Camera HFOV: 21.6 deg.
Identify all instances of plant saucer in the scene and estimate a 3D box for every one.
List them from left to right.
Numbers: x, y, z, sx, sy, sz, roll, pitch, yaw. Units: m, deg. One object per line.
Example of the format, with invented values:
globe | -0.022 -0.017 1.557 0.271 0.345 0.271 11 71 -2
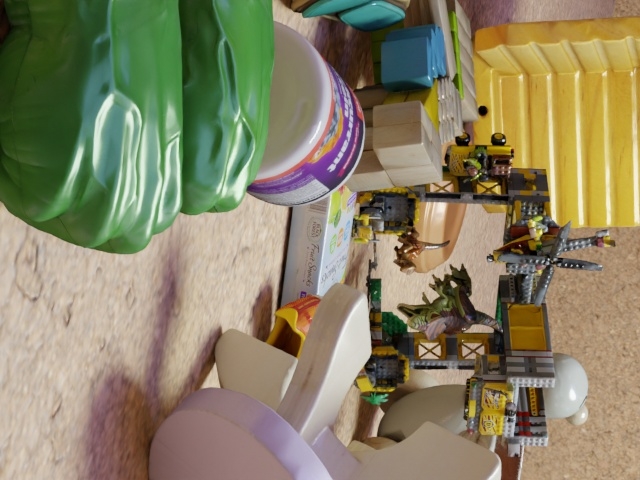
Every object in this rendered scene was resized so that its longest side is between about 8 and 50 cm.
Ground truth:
plant saucer | 0.158 -0.054 2.125 0.200 0.037 0.200 11 90 -77

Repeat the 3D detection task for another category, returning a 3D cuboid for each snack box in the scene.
snack box | 0.000 0.000 1.514 0.100 0.037 0.141 -42 143 -66

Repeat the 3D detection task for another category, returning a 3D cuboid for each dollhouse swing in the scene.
dollhouse swing | 0.360 -0.139 2.103 0.305 0.347 0.315 -52 140 -72

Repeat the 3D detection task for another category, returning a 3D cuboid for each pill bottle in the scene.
pill bottle | -0.028 -0.082 1.173 0.193 0.108 0.108 30 73 -76

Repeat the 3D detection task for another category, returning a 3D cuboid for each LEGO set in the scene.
LEGO set | 0.137 0.076 1.690 0.192 0.255 0.331 -88 -173 -52

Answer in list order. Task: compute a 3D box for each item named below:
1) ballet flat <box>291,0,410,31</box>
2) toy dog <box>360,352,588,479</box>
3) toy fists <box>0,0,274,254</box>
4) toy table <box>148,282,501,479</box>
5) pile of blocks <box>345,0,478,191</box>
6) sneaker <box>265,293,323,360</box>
ballet flat | 0.018 -0.216 1.369 0.232 0.080 0.073 -10 83 -78
toy dog | 0.184 0.232 1.937 0.161 0.334 0.220 45 69 -22
toy fists | -0.101 -0.075 0.919 0.279 0.096 0.142 -31 122 -70
toy table | -0.013 0.171 1.247 0.161 0.252 0.274 -47 159 -34
pile of blocks | 0.063 -0.145 1.531 0.362 0.113 0.149 -54 136 -70
sneaker | -0.034 0.124 1.473 0.067 0.064 0.175 -16 127 -38
